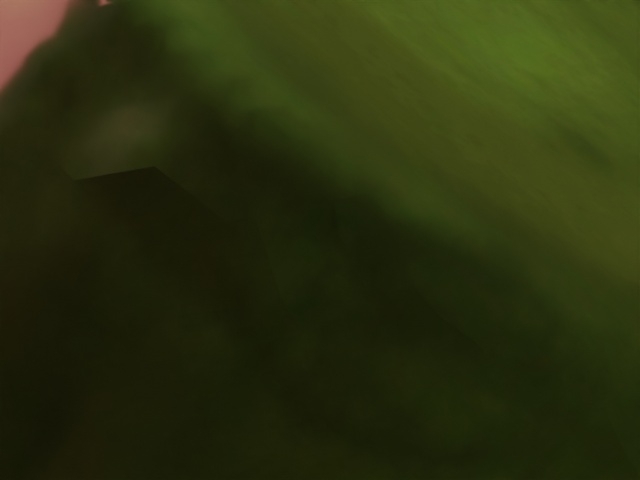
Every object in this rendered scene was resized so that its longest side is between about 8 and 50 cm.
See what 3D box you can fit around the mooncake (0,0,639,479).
[{"bbox_3d":[0.000,0.000,0.640,0.194,0.356,0.356,-53,6,25],"label":"mooncake"}]
